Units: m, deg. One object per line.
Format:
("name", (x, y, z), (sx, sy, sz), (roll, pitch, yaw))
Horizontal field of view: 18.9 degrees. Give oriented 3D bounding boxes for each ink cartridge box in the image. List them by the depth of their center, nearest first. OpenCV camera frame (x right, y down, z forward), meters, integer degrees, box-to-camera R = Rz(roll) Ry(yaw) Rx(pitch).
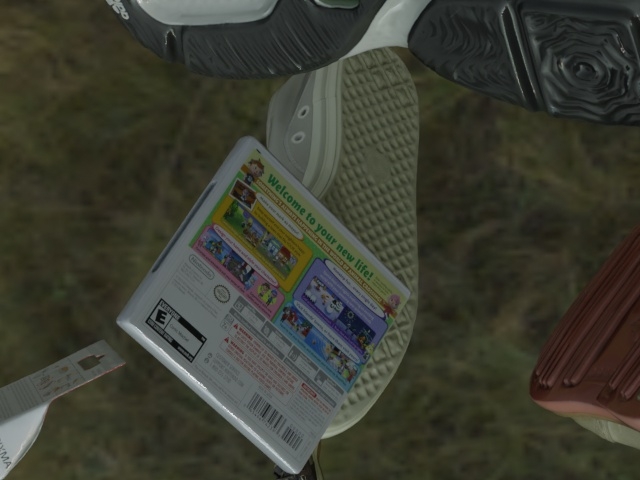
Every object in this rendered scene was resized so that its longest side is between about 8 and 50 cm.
("ink cartridge box", (-0.294, 0.177, 1.841), (0.189, 0.232, 0.066), (-162, 51, -76))

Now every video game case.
("video game case", (-0.042, 0.054, 1.582), (0.023, 0.212, 0.193), (0, 51, 55))

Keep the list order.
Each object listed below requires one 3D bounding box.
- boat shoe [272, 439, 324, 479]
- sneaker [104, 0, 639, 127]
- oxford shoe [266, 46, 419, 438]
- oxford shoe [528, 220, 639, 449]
("boat shoe", (-0.028, 0.248, 2.068), (0.056, 0.049, 0.152), (-55, 28, 39))
("sneaker", (0.103, -0.214, 1.064), (0.447, 0.257, 0.169), (8, 141, 31))
("oxford shoe", (0.000, 0.000, 1.780), (0.130, 0.169, 0.449), (-28, 39, 37))
("oxford shoe", (0.218, 0.078, 1.065), (0.140, 0.146, 0.397), (-55, 5, 5))
